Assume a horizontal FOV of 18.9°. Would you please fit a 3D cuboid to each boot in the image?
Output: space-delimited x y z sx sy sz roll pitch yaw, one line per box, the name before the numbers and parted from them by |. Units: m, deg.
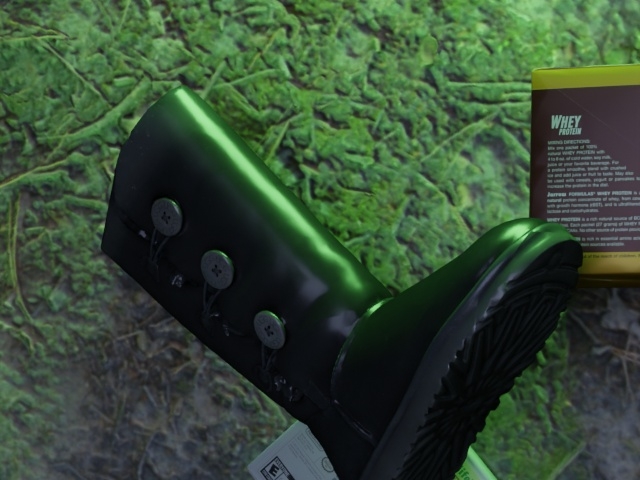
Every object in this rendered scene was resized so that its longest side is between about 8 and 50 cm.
boot | -0.001 0.002 1.823 0.445 0.146 0.367 47 124 27

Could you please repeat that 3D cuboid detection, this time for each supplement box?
supplement box | 0.302 -0.059 1.784 0.191 0.129 0.194 -1 83 21

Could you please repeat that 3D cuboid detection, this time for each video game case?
video game case | 0.058 0.244 1.896 0.193 0.023 0.212 -43 69 11
